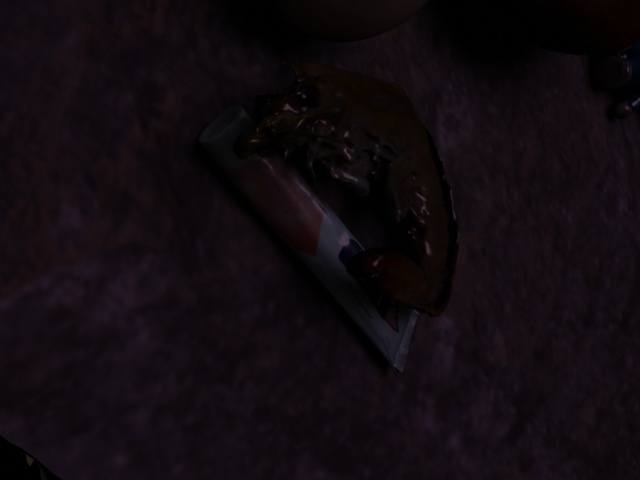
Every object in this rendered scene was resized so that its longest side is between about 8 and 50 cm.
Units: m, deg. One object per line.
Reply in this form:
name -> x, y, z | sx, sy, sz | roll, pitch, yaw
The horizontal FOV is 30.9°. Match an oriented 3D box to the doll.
doll -> 0.321, -0.161, 1.076 | 0.152, 0.085, 0.114 | 8, 93, -33

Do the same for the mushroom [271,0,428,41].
mushroom -> 0.007, -0.228, 0.745 | 0.206, 0.209, 0.206 | -3, 90, -71

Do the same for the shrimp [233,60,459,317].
shrimp -> 0.032, -0.028, 0.734 | 0.253, 0.058, 0.173 | -13, 84, -64

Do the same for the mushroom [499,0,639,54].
mushroom -> 0.161, -0.320, 0.914 | 0.345, 0.260, 0.345 | -5, 90, -70

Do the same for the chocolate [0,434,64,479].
chocolate -> -0.148, 0.219, 0.378 | 0.283, 0.284, 0.186 | -59, 135, -39

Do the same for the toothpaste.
toothpaste -> 0.000, 0.000, 0.740 | 0.205, 0.036, 0.056 | 50, 43, -24
